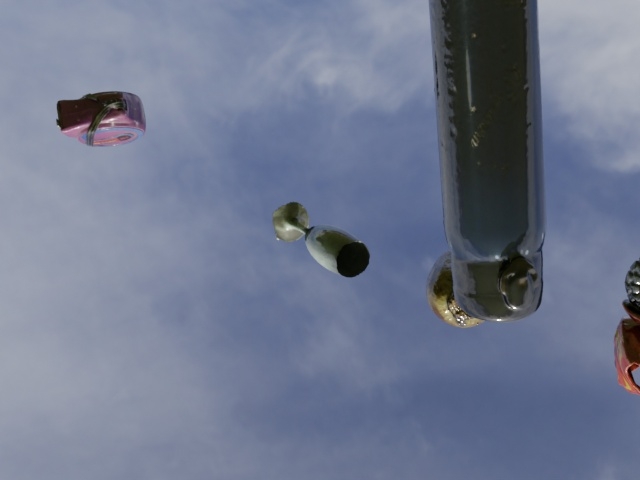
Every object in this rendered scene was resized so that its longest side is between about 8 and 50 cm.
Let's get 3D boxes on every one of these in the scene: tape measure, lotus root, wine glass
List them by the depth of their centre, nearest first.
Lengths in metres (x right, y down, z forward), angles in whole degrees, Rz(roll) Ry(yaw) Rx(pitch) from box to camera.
[{"bbox_3d":[0.000,0.000,1.125,0.066,0.066,0.198,-35,-151,-14],"label":"wine glass"},{"bbox_3d":[-0.336,-0.192,1.276,0.118,0.125,0.074,-10,-96,4],"label":"tape measure"},{"bbox_3d":[0.221,0.064,1.290,0.108,0.094,0.191,26,-154,-6],"label":"lotus root"}]

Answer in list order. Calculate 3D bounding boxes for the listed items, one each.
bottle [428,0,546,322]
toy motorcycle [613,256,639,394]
[{"bbox_3d":[0.117,-0.067,0.558,0.072,0.244,0.082,-10,-164,-12],"label":"bottle"},{"bbox_3d":[0.419,0.132,0.850,0.298,0.171,0.089,37,-153,-2],"label":"toy motorcycle"}]
